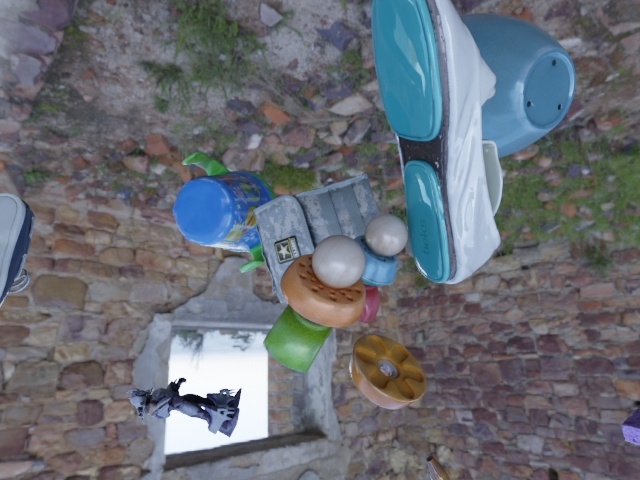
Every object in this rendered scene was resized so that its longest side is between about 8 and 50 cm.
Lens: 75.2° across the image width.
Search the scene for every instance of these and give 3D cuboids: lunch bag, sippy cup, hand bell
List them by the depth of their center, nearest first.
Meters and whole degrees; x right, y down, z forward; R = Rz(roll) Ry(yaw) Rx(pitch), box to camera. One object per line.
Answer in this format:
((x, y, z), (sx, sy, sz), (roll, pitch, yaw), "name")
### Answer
((0.312, 0.615, 0.967), (0.126, 0.242, 0.126), (-30, 179, 0), "hand bell")
((0.000, 0.000, 0.972), (0.287, 0.235, 0.169), (-17, 176, -4), "lunch bag")
((-0.257, -0.077, 1.100), (0.305, 0.240, 0.224), (26, -170, 12), "sippy cup")

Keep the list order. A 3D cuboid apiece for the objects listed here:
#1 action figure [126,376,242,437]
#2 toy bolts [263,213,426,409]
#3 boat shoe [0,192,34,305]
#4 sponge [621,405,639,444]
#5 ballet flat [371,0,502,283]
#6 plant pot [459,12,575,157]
((-0.353, 0.417, 1.073), (0.285, 0.099, 0.185), (16, -176, -13), "action figure")
((0.071, 0.067, 0.537), (0.218, 0.158, 0.228), (29, -152, 4), "toy bolts")
((-0.544, 0.048, 0.690), (0.095, 0.254, 0.079), (2, 160, -5), "boat shoe")
((0.537, 0.244, 0.584), (0.210, 0.031, 0.117), (-15, -176, -31), "sponge")
((0.160, -0.133, 0.524), (0.139, 0.400, 0.139), (-13, -154, 6), "ballet flat")
((0.349, -0.282, 0.791), (0.290, 0.290, 0.195), (7, -165, -29), "plant pot")
